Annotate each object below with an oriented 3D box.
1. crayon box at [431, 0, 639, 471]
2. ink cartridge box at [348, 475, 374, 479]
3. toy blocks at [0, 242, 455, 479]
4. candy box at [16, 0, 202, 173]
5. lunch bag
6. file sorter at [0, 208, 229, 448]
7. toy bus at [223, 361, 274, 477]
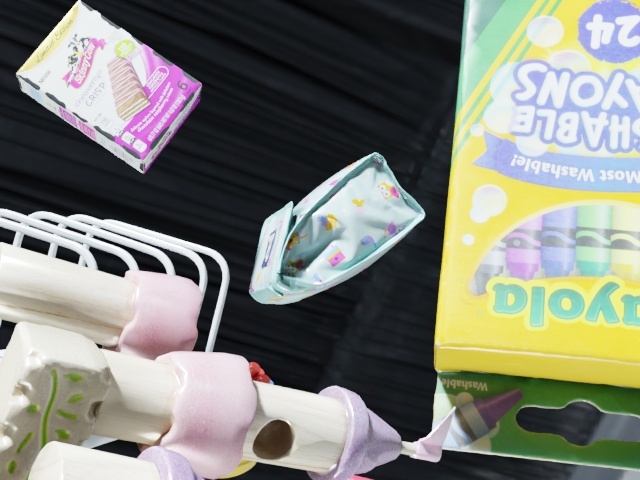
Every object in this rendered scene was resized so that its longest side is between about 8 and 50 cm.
[{"bbox_3d":[0.187,-0.016,0.667,0.083,0.203,0.323,71,-156,-70],"label":"crayon box"},{"bbox_3d":[0.144,0.414,1.097,0.131,0.226,0.306,-60,30,12],"label":"ink cartridge box"},{"bbox_3d":[-0.076,0.197,0.526,0.289,0.260,0.309,-66,29,8],"label":"toy blocks"},{"bbox_3d":[-0.322,-0.236,1.526,0.159,0.233,0.071,-56,-1,-17],"label":"candy box"},{"bbox_3d":[0.000,0.000,1.582,0.262,0.160,0.223,-39,5,-17],"label":"lunch bag"},{"bbox_3d":[-0.229,0.071,0.938,0.277,0.192,0.173,4,-79,-71],"label":"file sorter"},{"bbox_3d":[-0.178,0.293,1.838,0.220,0.149,0.211,43,114,24],"label":"toy bus"}]
